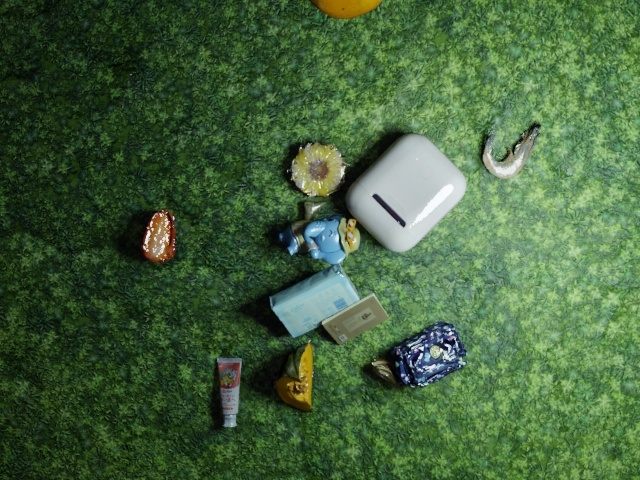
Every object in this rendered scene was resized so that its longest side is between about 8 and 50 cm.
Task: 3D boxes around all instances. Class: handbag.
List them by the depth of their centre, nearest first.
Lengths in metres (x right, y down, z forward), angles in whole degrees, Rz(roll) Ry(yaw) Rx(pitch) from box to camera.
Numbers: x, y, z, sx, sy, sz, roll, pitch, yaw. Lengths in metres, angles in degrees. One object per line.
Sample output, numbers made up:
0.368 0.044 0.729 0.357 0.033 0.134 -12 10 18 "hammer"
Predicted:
0.361 0.379 1.802 0.261 0.113 0.161 -20 93 -20 "handbag"

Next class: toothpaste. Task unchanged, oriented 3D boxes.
-0.318 0.528 1.918 0.090 0.057 0.233 -1 85 8 "toothpaste"

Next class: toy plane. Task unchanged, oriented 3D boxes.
-0.141 0.475 1.908 0.049 0.031 0.120 19 97 -2 "toy plane"

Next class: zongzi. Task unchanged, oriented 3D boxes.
-0.018 -0.095 1.870 0.084 0.040 0.076 0 100 -13 "zongzi"

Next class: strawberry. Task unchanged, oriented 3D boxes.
-0.553 -0.012 1.899 0.121 0.082 0.188 16 85 -16 "strawberry"

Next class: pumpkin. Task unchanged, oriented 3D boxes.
-0.080 0.447 1.867 0.112 0.163 0.278 5 138 16 "pumpkin"

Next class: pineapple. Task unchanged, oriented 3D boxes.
-0.002 -0.241 1.855 0.222 0.047 0.221 0 96 3 "pineapple"

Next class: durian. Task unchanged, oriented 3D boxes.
0.237 0.438 1.846 0.140 0.110 0.071 43 71 0 "durian"

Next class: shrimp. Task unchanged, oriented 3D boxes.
0.622 -0.312 1.798 0.152 0.046 0.219 36 96 -1 "shrimp"

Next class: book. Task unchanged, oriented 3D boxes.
0.119 0.267 1.844 0.199 0.016 0.138 -30 129 5 "book"

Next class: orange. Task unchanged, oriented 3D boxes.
0.076 -0.846 1.688 0.313 0.312 0.311 0 93 5 "orange"

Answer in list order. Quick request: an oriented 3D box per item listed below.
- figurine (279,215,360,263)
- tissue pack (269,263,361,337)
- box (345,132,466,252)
0.000 0.002 1.806 0.262 0.180 0.153 -11 112 -3 "figurine"
-0.014 0.198 1.823 0.264 0.089 0.177 -27 126 8 "tissue pack"
0.276 -0.155 1.785 0.288 0.141 0.349 45 95 0 "box"
